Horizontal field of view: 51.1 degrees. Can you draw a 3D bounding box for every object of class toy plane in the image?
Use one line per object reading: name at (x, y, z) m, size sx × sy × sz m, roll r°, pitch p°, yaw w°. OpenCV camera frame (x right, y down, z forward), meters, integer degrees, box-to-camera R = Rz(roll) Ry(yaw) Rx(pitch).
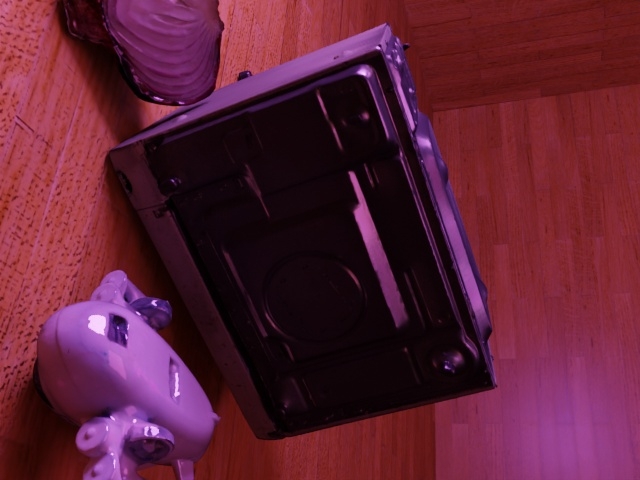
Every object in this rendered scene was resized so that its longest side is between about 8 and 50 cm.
toy plane at (-0.174, 0.145, 0.605) m, size 0.245 × 0.117 × 0.244 m, roll -19°, pitch 90°, yaw -82°

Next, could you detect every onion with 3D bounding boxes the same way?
onion at (-0.186, -0.242, 0.692) m, size 0.098 × 0.151 × 0.205 m, roll -127°, pitch -153°, yaw -52°

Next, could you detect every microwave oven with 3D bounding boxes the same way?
microwave oven at (0.000, 0.000, 0.784) m, size 0.247 × 0.333 × 0.394 m, roll -68°, pitch 138°, yaw -64°

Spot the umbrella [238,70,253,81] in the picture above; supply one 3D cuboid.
umbrella at (-0.101, -0.201, 1.052) m, size 0.036 × 0.031 × 0.133 m, roll -119°, pitch -166°, yaw -64°
